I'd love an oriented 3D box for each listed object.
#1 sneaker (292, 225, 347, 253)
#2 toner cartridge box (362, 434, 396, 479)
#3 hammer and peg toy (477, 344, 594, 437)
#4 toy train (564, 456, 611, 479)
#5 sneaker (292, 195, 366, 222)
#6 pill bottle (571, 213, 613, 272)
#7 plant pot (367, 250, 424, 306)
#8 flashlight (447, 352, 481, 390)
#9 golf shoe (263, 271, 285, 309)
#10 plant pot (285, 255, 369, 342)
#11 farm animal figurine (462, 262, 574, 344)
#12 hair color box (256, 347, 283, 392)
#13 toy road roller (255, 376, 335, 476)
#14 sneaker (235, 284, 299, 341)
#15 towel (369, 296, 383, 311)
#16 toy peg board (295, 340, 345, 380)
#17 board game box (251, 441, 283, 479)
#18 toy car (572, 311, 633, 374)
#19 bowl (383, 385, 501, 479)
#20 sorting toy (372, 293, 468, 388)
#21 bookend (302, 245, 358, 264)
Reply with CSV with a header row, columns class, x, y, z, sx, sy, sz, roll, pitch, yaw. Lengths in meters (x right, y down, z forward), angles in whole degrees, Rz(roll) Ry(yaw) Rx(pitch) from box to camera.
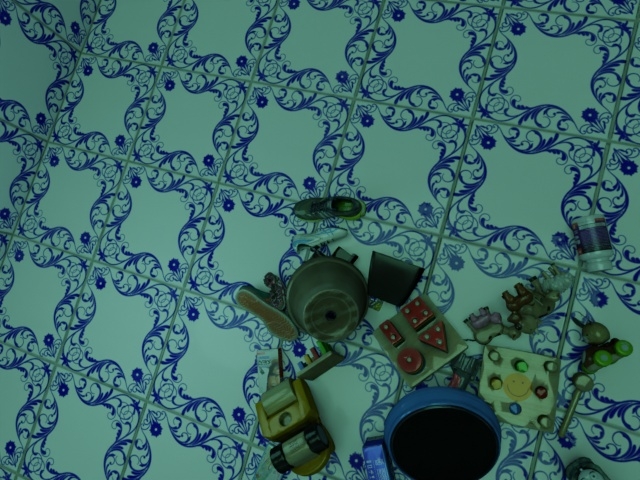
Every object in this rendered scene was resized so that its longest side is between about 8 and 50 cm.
class,x,y,z,sx,sy,sz,roll,pitch,yaw
sneaker,0.000,0.000,1.926,0.238,0.085,0.086,-13,68,17
toner cartridge box,0.228,0.881,1.659,0.075,0.165,0.347,-15,77,11
hammer and peg toy,0.730,0.520,1.620,0.362,0.127,0.265,9,82,16
toy train,0.848,0.769,1.450,0.142,0.334,0.190,-41,58,6
sneaker,0.028,-0.140,1.927,0.300,0.121,0.110,-4,78,13
pill bottle,0.962,0.013,1.670,0.108,0.108,0.193,-9,77,12
plant pot,0.271,0.149,1.786,0.188,0.188,0.166,20,92,17
flashlight,0.460,0.547,1.703,0.103,0.103,0.303,14,77,59
golf shoe,-0.165,0.205,1.897,0.067,0.086,0.186,-42,43,18
plant pot,0.033,0.235,1.720,0.324,0.280,0.322,0,98,-3
farm animal figurine,0.691,0.256,1.640,0.327,0.330,0.172,-24,70,-21
hair color box,-0.200,0.518,1.895,0.093,0.053,0.167,-8,79,12
toy road roller,-0.078,0.703,1.764,0.203,0.240,0.329,-32,48,5
sneaker,-0.201,0.281,1.918,0.302,0.121,0.108,41,107,-3
towel,0.219,0.233,1.866,0.060,0.009,0.083,24,86,18
toy peg board,-0.013,0.454,1.810,0.161,0.161,0.079,-35,61,6
board game box,-0.188,0.880,1.836,0.104,0.026,0.154,23,86,17
toy car,0.919,0.333,1.601,0.149,0.155,0.188,-25,62,-1
bowl,0.410,0.672,1.597,0.392,0.077,0.390,2,111,6
sorting toy,0.352,0.357,1.734,0.257,0.089,0.255,-38,58,4
bookend,0.041,0.077,1.907,0.157,0.072,0.156,37,91,17
